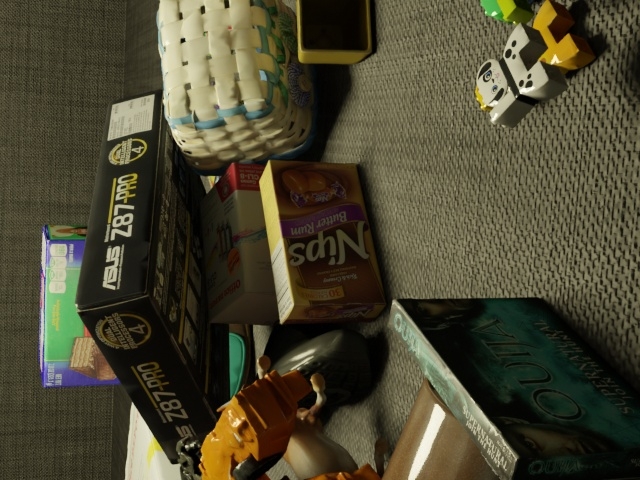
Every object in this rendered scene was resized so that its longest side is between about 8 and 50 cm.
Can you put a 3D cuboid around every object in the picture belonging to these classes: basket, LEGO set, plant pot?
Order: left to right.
[{"bbox_3d":[-0.100,-0.192,1.194,0.289,0.201,0.254,61,-160,-75],"label":"basket"},{"bbox_3d":[0.009,-0.241,1.037,0.083,0.082,0.081,140,129,-77],"label":"plant pot"},{"bbox_3d":[0.112,0.186,0.640,0.167,0.167,0.165,-134,56,-63],"label":"plant pot"},{"bbox_3d":[0.131,-0.156,0.680,0.093,0.087,0.227,-49,42,38],"label":"LEGO set"}]

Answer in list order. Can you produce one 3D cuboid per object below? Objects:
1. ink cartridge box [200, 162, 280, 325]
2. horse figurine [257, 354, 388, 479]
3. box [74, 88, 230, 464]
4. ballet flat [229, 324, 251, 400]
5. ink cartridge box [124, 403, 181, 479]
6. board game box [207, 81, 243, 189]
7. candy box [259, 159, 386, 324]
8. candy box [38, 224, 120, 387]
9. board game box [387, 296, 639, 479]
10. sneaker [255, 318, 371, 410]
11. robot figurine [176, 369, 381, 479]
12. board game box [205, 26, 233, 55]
[{"bbox_3d":[-0.071,0.010,1.152,0.128,0.128,0.176,-40,52,54],"label":"ink cartridge box"},{"bbox_3d":[0.013,0.214,0.868,0.263,0.066,0.174,42,150,25],"label":"horse figurine"},{"bbox_3d":[-0.201,0.040,1.185,0.394,0.097,0.318,-98,-8,-46],"label":"box"},{"bbox_3d":[-0.169,0.143,1.480,0.124,0.116,0.342,73,-164,-83],"label":"ballet flat"},{"bbox_3d":[-0.218,0.456,1.498,0.384,0.161,0.279,-121,37,-54],"label":"ink cartridge box"},{"bbox_3d":[-0.164,-0.168,1.544,0.170,0.048,0.141,-111,29,-46],"label":"board game box"},{"bbox_3d":[0.000,0.000,1.003,0.053,0.109,0.186,123,142,-55],"label":"candy box"},{"bbox_3d":[-0.324,0.112,1.576,0.122,0.317,0.268,-141,54,-63],"label":"candy box"},{"bbox_3d":[0.137,0.093,0.601,0.186,0.126,0.026,-126,42,-58],"label":"board game box"},{"bbox_3d":[-0.023,0.143,1.080,0.286,0.109,0.130,138,140,-58],"label":"sneaker"},{"bbox_3d":[-0.048,0.245,0.838,0.211,0.085,0.291,52,148,17],"label":"robot figurine"},{"bbox_3d":[-0.172,-0.516,1.584,0.213,0.046,0.317,125,141,-58],"label":"board game box"}]
